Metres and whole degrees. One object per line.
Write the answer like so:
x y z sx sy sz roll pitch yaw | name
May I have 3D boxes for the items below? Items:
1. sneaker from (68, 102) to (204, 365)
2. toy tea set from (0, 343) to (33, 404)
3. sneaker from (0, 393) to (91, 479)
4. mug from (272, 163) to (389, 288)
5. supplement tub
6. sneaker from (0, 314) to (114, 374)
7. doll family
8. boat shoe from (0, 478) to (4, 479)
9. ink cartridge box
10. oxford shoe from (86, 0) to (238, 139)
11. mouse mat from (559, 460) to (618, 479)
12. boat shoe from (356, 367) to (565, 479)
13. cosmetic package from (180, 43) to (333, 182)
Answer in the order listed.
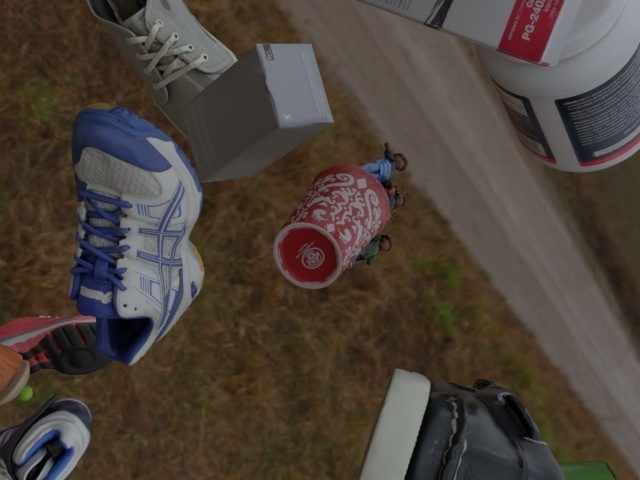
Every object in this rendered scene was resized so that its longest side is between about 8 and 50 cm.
-0.181 0.008 0.939 0.296 0.112 0.131 83 30 -49 | sneaker
-0.473 0.268 1.213 0.124 0.336 0.200 44 17 -25 | toy tea set
-0.559 0.416 1.813 0.130 0.323 0.236 54 -3 -8 | sneaker
0.009 0.001 1.278 0.169 0.113 0.150 -52 155 -59 | mug
0.292 -0.218 1.174 0.272 0.191 0.191 46 39 -56 | supplement tub
-0.497 0.172 1.792 0.136 0.314 0.116 -110 -173 -54 | sneaker
0.081 -0.050 1.455 0.111 0.193 0.076 -19 54 -40 | doll family
-0.417 0.344 1.319 0.040 0.142 0.049 -67 175 -51 | boat shoe
0.118 -0.188 0.775 0.109 0.150 0.063 -26 138 -69 | ink cartridge box
-0.253 -0.314 1.657 0.449 0.169 0.130 58 18 -8 | oxford shoe
0.349 0.343 1.461 0.189 0.152 0.007 16 68 -79 | mouse mat
0.086 0.143 0.596 0.340 0.113 0.127 76 32 -73 | boat shoe
-0.096 -0.179 1.434 0.107 0.238 0.127 -9 81 -40 | cosmetic package
